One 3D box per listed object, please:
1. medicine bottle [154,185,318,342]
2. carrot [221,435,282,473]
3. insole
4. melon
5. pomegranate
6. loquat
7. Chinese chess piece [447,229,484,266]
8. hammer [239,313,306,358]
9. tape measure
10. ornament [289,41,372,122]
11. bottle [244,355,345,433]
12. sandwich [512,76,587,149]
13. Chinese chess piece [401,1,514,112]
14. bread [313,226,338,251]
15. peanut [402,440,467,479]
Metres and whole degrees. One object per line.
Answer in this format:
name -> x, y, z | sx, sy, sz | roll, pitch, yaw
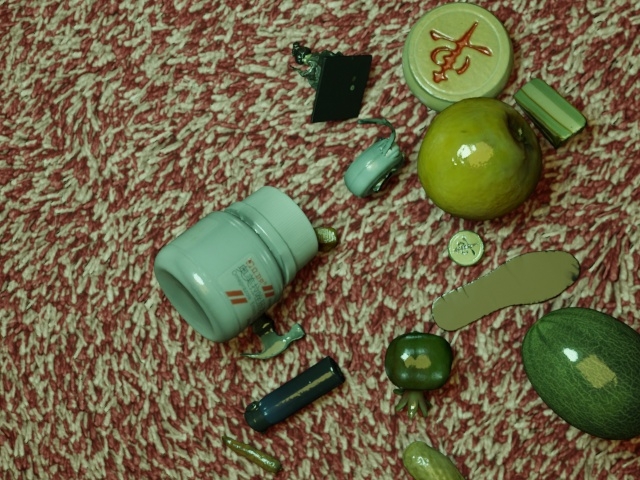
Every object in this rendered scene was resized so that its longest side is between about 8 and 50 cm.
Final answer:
medicine bottle -> -0.178, 0.045, 1.600 | 0.306, 0.245, 0.245 | -40, 82, -25
carrot -> -0.164, 0.501, 1.728 | 0.165, 0.035, 0.036 | 26, 92, 11
insole -> 0.417, 0.112, 1.663 | 0.348, 0.009, 0.119 | -24, 83, 7
melon -> 0.564, 0.269, 1.518 | 0.301, 0.237, 0.237 | 39, 94, 8
pomegranate -> 0.218, 0.296, 1.637 | 0.151, 0.131, 0.191 | 0, 110, 4
loquat -> 0.327, -0.171, 1.564 | 0.274, 0.275, 0.275 | 0, 88, 9
Chinese chess piece -> 0.331, 0.017, 1.666 | 0.084, 0.034, 0.084 | 0, 88, 10
hammer -> -0.155, 0.170, 1.734 | 0.158, 0.041, 0.227 | -31, 84, 5
tape measure -> 0.110, -0.168, 1.558 | 0.084, 0.330, 0.164 | 42, 96, 11
ornament -> -0.005, -0.388, 1.704 | 0.196, 0.166, 0.153 | 38, 127, 36
bottle -> -0.063, 0.358, 1.696 | 0.244, 0.072, 0.082 | -35, 113, 7
sandwich -> 0.504, -0.291, 1.610 | 0.079, 0.113, 0.163 | -37, 82, 6
Chinese chess piece -> 0.308, -0.410, 1.653 | 0.250, 0.097, 0.251 | 0, 88, 8
bread -> 0.000, 0.000, 1.694 | 0.084, 0.085, 0.053 | -4, 83, 9
peanut -> 0.268, 0.545, 1.627 | 0.108, 0.095, 0.226 | -40, 82, 8
